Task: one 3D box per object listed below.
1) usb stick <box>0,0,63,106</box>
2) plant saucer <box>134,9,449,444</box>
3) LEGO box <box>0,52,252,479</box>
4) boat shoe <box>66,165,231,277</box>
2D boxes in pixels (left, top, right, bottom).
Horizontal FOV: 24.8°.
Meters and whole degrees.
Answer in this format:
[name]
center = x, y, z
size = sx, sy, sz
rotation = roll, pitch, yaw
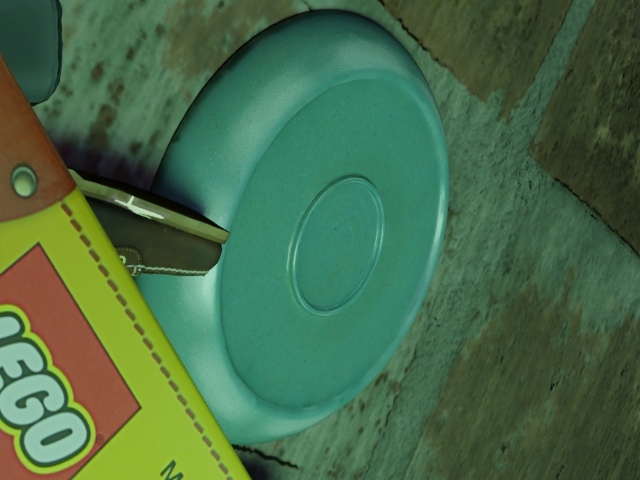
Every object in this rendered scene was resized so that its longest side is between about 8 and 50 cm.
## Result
[usb stick]
center = -0.234, -0.089, 0.674
size = 0.278, 0.045, 0.077
rotation = -11, 115, -49
[plant saucer]
center = 0.000, 0.000, 1.019
size = 0.318, 0.044, 0.317
rotation = -26, 125, -43
[LEGO box]
center = -0.156, 0.211, 0.500
size = 0.193, 0.372, 0.500
rotation = -46, 117, -40
[boat shoe]
center = -0.138, -0.006, 0.819
size = 0.207, 0.073, 0.073
rotation = 19, 92, -47
